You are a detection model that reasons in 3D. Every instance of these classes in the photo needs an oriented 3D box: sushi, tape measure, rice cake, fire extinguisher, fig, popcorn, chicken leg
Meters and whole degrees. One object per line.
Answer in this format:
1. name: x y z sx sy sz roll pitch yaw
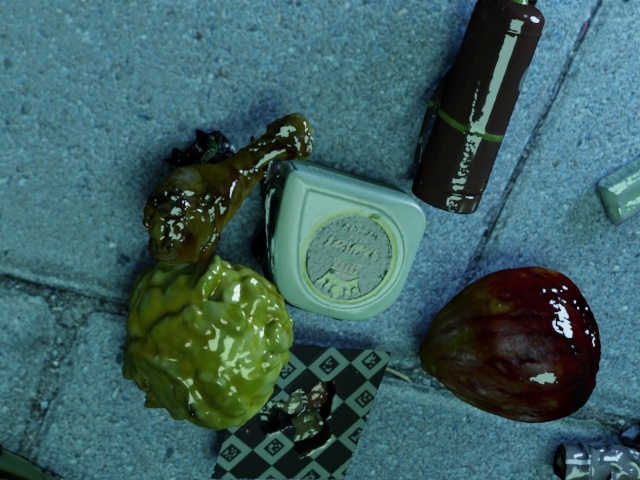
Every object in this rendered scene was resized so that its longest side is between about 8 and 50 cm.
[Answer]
1. sushi: -0.142 -0.093 1.531 0.083 0.056 0.085 -39 123 0
2. tape measure: 0.000 0.000 1.607 0.235 0.115 0.207 15 108 -18
3. rice cake: 0.516 -0.107 1.797 0.221 0.042 0.080 -32 120 -5
4. fire extinguisher: 0.204 -0.206 1.579 0.141 0.105 0.341 -10 124 -47
5. fig: 0.282 0.152 1.729 0.263 0.224 0.224 0 114 -15
6. popcorn: -0.156 0.139 1.545 0.233 0.192 0.266 42 128 -18
7. chicken leg: -0.113 -0.069 1.478 0.251 0.087 0.107 -37 121 -9
8. sushi: -0.035 0.237 1.741 0.219 0.047 0.231 7 115 -28

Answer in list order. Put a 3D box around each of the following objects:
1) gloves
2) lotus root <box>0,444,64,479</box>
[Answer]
1. gloves: 0.509 0.370 1.998 0.285 0.119 0.142 -9 148 -22
2. lotus root: -0.442 0.430 1.615 0.267 0.149 0.260 36 97 -28
